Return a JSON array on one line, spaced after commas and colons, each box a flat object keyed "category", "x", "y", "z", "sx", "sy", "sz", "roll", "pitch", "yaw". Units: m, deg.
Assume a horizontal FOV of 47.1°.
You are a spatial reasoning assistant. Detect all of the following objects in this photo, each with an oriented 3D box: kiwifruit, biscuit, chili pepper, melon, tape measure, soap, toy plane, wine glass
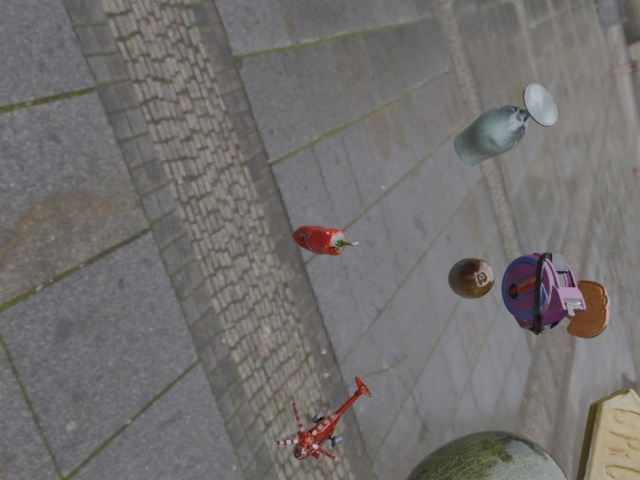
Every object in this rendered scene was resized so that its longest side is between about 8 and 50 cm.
[{"category": "kiwifruit", "x": 0.274, "y": 0.069, "z": 1.335, "sx": 0.124, "sy": 0.075, "sz": 0.075, "roll": 165, "pitch": -87, "yaw": -78}, {"category": "biscuit", "x": 0.572, "y": 0.147, "z": 1.581, "sx": 0.019, "sy": 0.102, "sz": 0.131, "roll": 28, "pitch": 60, "yaw": -42}, {"category": "chili pepper", "x": -0.001, "y": 0.000, "z": 1.322, "sx": 0.059, "sy": 0.191, "sz": 0.050, "roll": 49, "pitch": 66, "yaw": -27}, {"category": "melon", "x": 0.243, "y": 0.429, "z": 1.139, "sx": 0.301, "sy": 0.237, "sz": 0.238, "roll": -25, "pitch": 105, "yaw": -24}, {"category": "tape measure", "x": 0.348, "y": 0.082, "z": 1.158, "sx": 0.074, "sy": 0.118, "sz": 0.125, "roll": 6, "pitch": 64, "yaw": -29}, {"category": "soap", "x": 0.686, "y": 0.467, "z": 1.670, "sx": 0.080, "sy": 0.160, "sz": 0.258, "roll": 69, "pitch": 34, "yaw": -80}, {"category": "toy plane", "x": 0.012, "y": 0.315, "z": 1.304, "sx": 0.077, "sy": 0.126, "sz": 0.194, "roll": 14, "pitch": 102, "yaw": -64}, {"category": "wine glass", "x": 0.352, "y": -0.218, "z": 1.421, "sx": 0.092, "sy": 0.202, "sz": 0.093, "roll": 13, "pitch": 65, "yaw": -30}]
